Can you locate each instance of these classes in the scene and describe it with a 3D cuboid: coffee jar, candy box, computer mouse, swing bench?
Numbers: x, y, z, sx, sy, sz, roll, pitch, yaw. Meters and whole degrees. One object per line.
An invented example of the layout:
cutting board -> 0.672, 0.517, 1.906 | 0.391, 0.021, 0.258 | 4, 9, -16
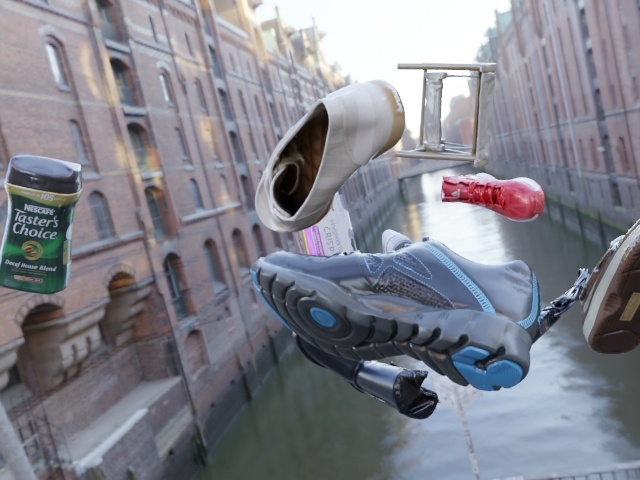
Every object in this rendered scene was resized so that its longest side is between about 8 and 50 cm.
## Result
coffee jar -> -0.385, -0.024, 0.856 | 0.096, 0.184, 0.079 | 10, 15, -11
candy box -> 0.000, 0.000, 0.957 | 0.071, 0.159, 0.233 | -11, -13, -7
computer mouse -> 0.425, 0.145, 1.207 | 0.184, 0.060, 0.262 | -28, -25, -38
swing bench -> 0.345, -0.342, 1.657 | 0.255, 0.253, 0.165 | 12, 21, 32

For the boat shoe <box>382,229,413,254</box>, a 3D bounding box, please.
boat shoe -> 0.187, 0.073, 1.363 | 0.083, 0.226, 0.076 | -20, 31, -10

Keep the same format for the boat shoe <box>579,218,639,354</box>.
boat shoe -> 0.373, 0.023, 0.741 | 0.095, 0.257, 0.095 | 9, 43, -5

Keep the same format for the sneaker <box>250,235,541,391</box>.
sneaker -> 0.080, 0.064, 0.726 | 0.341, 0.125, 0.139 | 14, 53, 24

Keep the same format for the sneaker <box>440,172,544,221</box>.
sneaker -> 0.302, -0.079, 1.165 | 0.128, 0.087, 0.221 | -4, 10, -21

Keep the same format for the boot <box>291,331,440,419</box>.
boot -> 0.086, 0.229, 1.152 | 0.207, 0.246, 0.094 | 5, 56, 57

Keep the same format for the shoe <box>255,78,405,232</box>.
shoe -> -0.015, -0.060, 0.505 | 0.058, 0.076, 0.219 | -21, -10, -32
